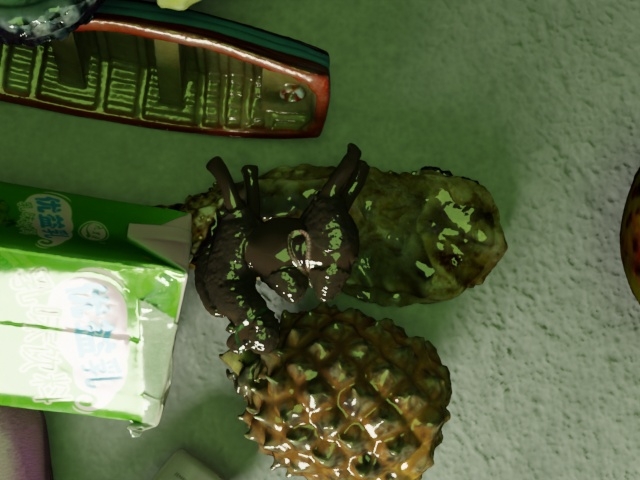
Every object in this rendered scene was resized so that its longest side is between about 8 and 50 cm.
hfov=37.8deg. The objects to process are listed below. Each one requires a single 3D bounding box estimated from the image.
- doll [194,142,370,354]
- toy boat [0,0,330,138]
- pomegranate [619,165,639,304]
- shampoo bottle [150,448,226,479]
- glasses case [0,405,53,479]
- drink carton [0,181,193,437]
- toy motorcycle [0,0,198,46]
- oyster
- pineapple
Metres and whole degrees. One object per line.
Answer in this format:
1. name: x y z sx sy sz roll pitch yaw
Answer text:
1. doll: -0.032 0.008 0.742 0.139 0.057 0.165 -1 77 8
2. toy boat: -0.185 -0.156 0.789 0.392 0.136 0.079 9 61 -1
3. pomegranate: 0.385 0.002 0.810 0.286 0.231 0.230 12 89 -45
4. shampoo bottle: -0.158 0.289 0.780 0.086 0.056 0.227 35 66 8
5. glasses case: -0.286 0.277 0.796 0.123 0.076 0.316 -5 91 -7
6. drink carton: -0.246 0.048 0.743 0.271 0.108 0.161 9 119 -11
7. toy motorcycle: -0.162 -0.339 0.729 0.237 0.169 0.410 3 76 -10
8. oyster: 0.000 -0.003 0.827 0.345 0.078 0.128 1 99 -8
9. pineapple: 0.006 0.129 0.781 0.193 0.166 0.166 23 88 -4
